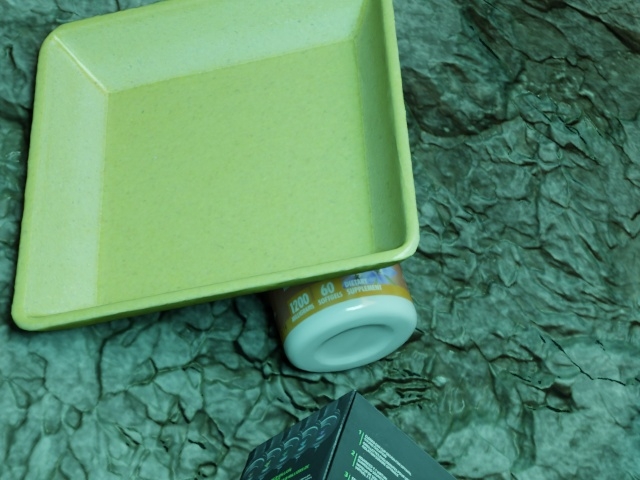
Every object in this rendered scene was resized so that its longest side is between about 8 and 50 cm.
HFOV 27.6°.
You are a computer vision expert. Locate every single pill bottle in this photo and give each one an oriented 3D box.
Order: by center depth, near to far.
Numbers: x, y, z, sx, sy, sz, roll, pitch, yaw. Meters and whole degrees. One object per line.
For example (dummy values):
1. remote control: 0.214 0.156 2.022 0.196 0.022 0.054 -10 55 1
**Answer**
1. pill bottle: 0.000 0.000 1.176 0.121 0.121 0.216 0 57 -31

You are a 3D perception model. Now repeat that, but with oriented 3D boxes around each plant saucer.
1. plant saucer: -0.084 -0.073 1.120 0.333 0.081 0.332 -11 55 11

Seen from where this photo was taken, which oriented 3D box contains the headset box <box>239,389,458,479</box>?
1. headset box: 0.039 0.283 0.918 0.246 0.131 0.283 42 38 -16
